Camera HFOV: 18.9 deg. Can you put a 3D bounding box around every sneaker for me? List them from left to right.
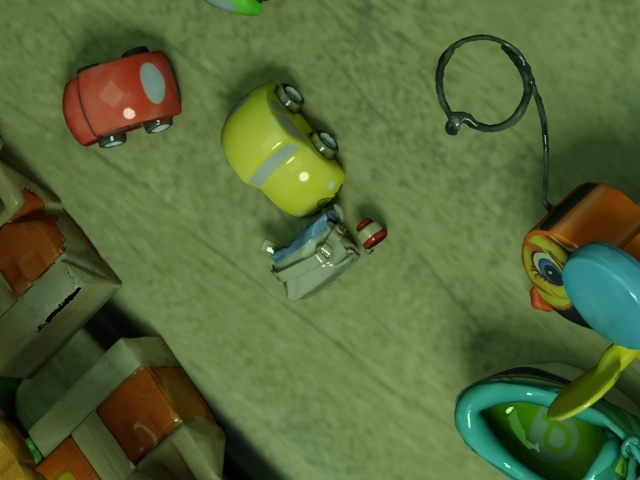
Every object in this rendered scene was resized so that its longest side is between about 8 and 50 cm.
[{"bbox_3d":[0.202,0.158,1.177,0.275,0.110,0.107,23,95,25],"label":"sneaker"}]

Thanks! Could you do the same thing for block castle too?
[{"bbox_3d":[-0.269,0.107,1.298,0.213,0.303,0.453,-45,68,16],"label":"block castle"}]

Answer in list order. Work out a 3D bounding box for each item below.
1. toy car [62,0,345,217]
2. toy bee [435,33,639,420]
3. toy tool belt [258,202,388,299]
[{"bbox_3d":[-0.078,-0.147,1.348,0.239,0.053,0.225,19,104,25],"label":"toy car"},{"bbox_3d":[0.196,0.016,1.184,0.195,0.162,0.298,-21,69,-14],"label":"toy bee"},{"bbox_3d":[0.000,0.000,1.320,0.083,0.052,0.051,-38,79,17],"label":"toy tool belt"}]
